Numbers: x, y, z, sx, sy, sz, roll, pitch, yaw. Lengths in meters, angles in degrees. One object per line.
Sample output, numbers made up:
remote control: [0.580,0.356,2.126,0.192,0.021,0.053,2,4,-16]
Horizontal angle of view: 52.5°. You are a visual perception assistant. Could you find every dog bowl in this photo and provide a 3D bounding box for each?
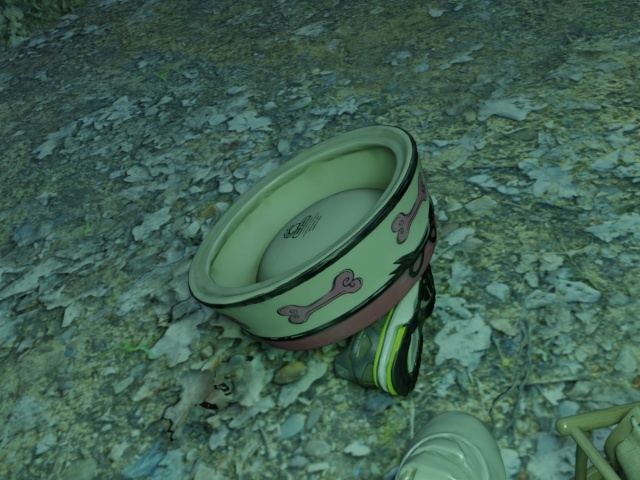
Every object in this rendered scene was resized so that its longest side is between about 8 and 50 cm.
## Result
dog bowl: [0.000,0.000,1.019,0.408,0.150,0.408,-28,27,16]

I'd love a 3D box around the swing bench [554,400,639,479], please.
swing bench: [0.412,0.270,0.641,0.255,0.165,0.253,-20,39,-7]

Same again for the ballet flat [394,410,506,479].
ballet flat: [0.112,0.327,0.695,0.139,0.139,0.400,8,44,26]

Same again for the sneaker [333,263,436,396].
sneaker: [0.100,0.098,0.994,0.121,0.111,0.300,0,39,23]
